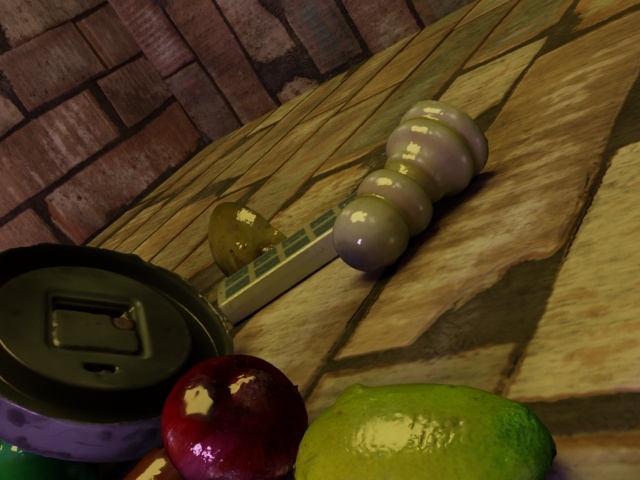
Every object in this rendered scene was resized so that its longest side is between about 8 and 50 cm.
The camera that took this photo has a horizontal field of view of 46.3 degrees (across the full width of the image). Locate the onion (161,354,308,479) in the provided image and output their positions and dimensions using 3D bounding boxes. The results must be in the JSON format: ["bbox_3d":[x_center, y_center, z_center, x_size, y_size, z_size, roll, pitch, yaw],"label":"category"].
[{"bbox_3d":[-0.073,0.159,0.659,0.131,0.131,0.131,-31,16,10],"label":"onion"}]

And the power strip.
[{"bbox_3d":[0.000,0.000,1.112,0.367,0.043,0.106,-34,17,0],"label":"power strip"}]

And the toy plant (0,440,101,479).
[{"bbox_3d":[-0.396,0.262,0.898,0.400,0.185,0.279,-1,25,34],"label":"toy plant"}]

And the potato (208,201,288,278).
[{"bbox_3d":[-0.135,-0.002,1.212,0.081,0.120,0.149,-43,10,-30],"label":"potato"}]

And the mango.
[{"bbox_3d":[0.063,0.140,0.495,0.178,0.100,0.119,-15,21,30],"label":"mango"}]

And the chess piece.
[{"bbox_3d":[0.106,-0.058,0.964,0.133,0.133,0.243,-10,35,54],"label":"chess piece"}]

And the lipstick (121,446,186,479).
[{"bbox_3d":[-0.240,0.320,0.606,0.418,0.077,0.077,-43,18,-32],"label":"lipstick"}]

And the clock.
[{"bbox_3d":[-0.262,0.114,0.856,0.325,0.325,0.067,-72,4,-65],"label":"clock"}]
